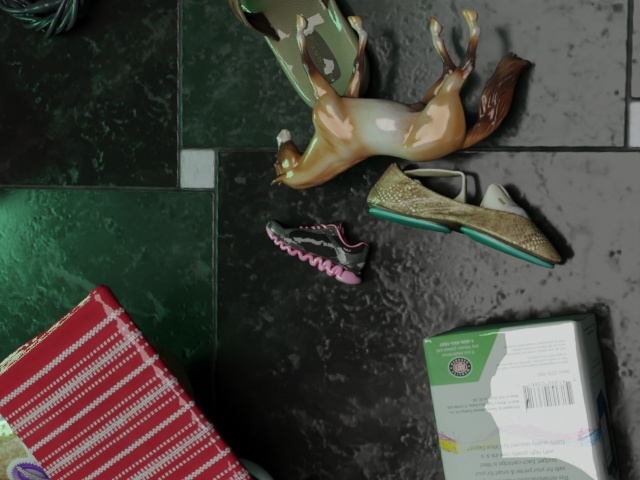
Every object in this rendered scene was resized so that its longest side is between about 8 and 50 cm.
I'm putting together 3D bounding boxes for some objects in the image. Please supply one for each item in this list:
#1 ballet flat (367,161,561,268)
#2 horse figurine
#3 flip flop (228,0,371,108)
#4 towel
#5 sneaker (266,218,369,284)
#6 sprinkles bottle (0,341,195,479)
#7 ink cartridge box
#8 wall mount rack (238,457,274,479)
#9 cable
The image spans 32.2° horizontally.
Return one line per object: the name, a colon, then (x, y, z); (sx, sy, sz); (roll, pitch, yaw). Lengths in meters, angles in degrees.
ballet flat: (0.146, -0.032, 1.103); (0.206, 0.073, 0.067); (18, 86, 18)
horse figurine: (0.074, -0.137, 1.100); (0.263, 0.066, 0.174); (1, 92, 13)
flip flop: (-0.048, -0.252, 1.166); (0.112, 0.080, 0.277); (-36, 79, 21)
towel: (-0.212, 0.202, 1.165); (0.199, 0.031, 0.275); (-38, 90, 21)
sneaker: (0.000, 0.000, 1.183); (0.119, 0.047, 0.057); (27, 97, 13)
sprinkles bottle: (-0.320, 0.224, 1.291); (0.355, 0.121, 0.121); (-21, 84, 23)
ink cartridge box: (0.199, 0.185, 1.076); (0.154, 0.093, 0.212); (-10, 88, 25)
wall mount rack: (-0.083, 0.427, 1.194); (0.304, 0.130, 0.350); (-39, 77, 21)
cable: (-0.332, -0.327, 1.312); (0.184, 0.047, 0.150); (35, 114, 22)
